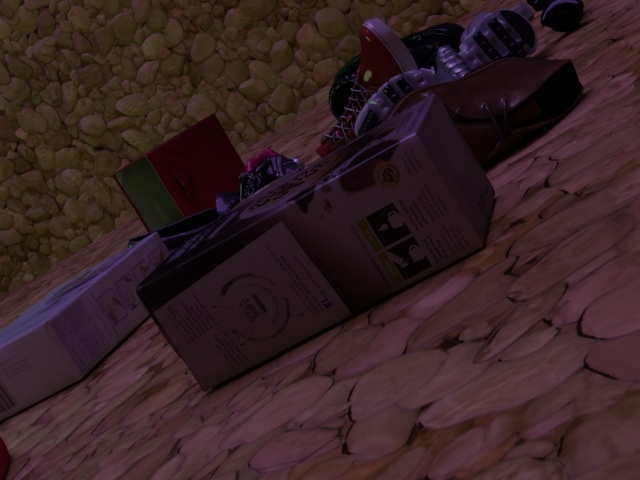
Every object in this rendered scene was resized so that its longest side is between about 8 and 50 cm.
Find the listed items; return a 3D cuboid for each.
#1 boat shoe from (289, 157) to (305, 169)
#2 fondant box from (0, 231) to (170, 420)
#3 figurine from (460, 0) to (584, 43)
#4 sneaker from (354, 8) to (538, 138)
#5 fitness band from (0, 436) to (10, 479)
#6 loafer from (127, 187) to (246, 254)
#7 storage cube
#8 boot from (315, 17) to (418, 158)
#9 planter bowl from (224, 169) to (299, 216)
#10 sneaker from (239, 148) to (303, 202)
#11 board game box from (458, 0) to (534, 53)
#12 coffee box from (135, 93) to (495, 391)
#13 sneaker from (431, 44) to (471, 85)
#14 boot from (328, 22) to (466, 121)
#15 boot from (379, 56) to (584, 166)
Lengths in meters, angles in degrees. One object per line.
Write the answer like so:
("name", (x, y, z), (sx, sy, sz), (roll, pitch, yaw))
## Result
("boat shoe", (-0.064, -0.131, 2.305), (0.100, 0.035, 0.035), (-11, 50, 57))
("fondant box", (-0.369, 0.130, 1.738), (0.238, 0.096, 0.330), (-28, 11, 28))
("figurine", (0.332, -0.349, 1.968), (0.215, 0.092, 0.209), (-31, 13, 16))
("sneaker", (0.183, -0.213, 1.735), (0.292, 0.110, 0.118), (-33, -8, 0))
("fitness band", (-0.436, 0.282, 1.288), (0.209, 0.054, 0.291), (-33, 10, -5))
("loafer", (-0.162, -0.029, 1.871), (0.302, 0.095, 0.109), (-32, 9, 6))
("storage cube", (-0.283, -0.126, 2.519), (0.193, 0.184, 0.215), (-37, 9, -32))
("boot", (0.059, -0.205, 1.788), (0.176, 0.088, 0.244), (-35, -35, -9))
("planter bowl", (-0.038, -0.007, 1.306), (0.162, 0.109, 0.162), (-32, 9, 6))
("sneaker", (-0.064, -0.054, 1.631), (0.121, 0.112, 0.299), (-33, 10, -1))
("board game box", (0.258, -0.304, 1.838), (0.154, 0.026, 0.103), (-38, -1, 11))
("coffee box", (0.000, 0.000, 1.106), (0.297, 0.119, 0.168), (-29, 10, 19))
("sneaker", (0.149, -0.176, 1.575), (0.132, 0.086, 0.229), (-37, 21, 8))
("boot", (0.090, -0.258, 2.134), (0.348, 0.131, 0.260), (-26, 13, 46))
("boot", (0.170, -0.128, 1.295), (0.115, 0.112, 0.305), (-4, 25, 49))
